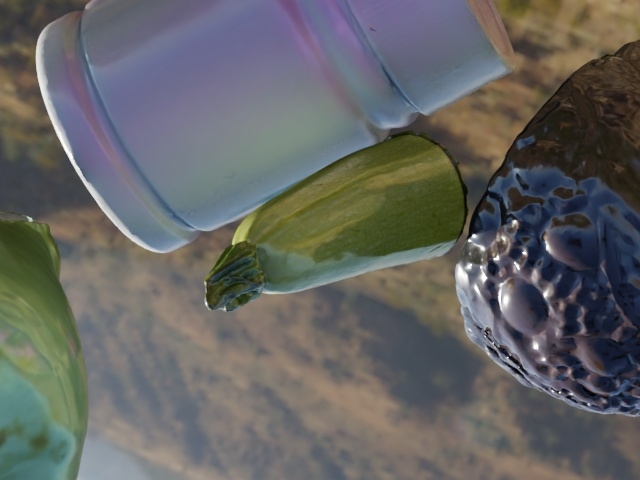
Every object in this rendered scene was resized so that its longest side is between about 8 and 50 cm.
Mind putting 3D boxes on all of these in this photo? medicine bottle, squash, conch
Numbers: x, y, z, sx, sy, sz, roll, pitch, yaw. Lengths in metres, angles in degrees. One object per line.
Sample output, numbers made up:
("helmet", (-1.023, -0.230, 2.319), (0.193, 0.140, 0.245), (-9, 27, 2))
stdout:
("medicine bottle", (-0.036, -0.149, 1.418), (0.325, 0.212, 0.212), (-28, 144, 14))
("squash", (0.000, 0.000, 1.224), (0.094, 0.224, 0.094), (19, 121, 36))
("conch", (-0.171, 0.045, 0.708), (0.137, 0.143, 0.250), (46, 180, -25))

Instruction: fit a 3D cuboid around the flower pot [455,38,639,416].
("flower pot", (0.273, 0.030, 1.236), (0.267, 0.266, 0.266), (34, 172, 31))
